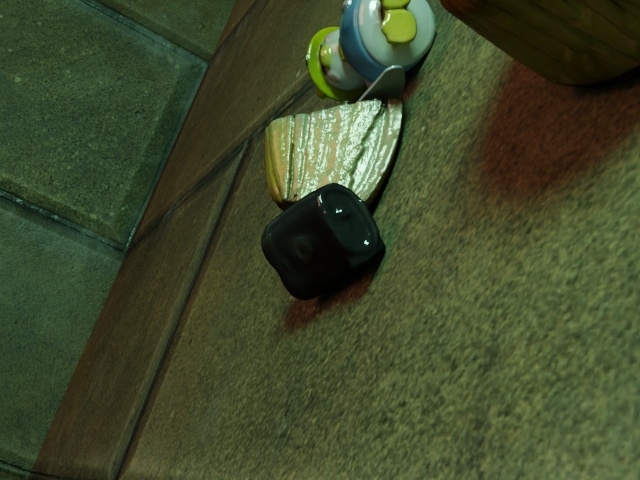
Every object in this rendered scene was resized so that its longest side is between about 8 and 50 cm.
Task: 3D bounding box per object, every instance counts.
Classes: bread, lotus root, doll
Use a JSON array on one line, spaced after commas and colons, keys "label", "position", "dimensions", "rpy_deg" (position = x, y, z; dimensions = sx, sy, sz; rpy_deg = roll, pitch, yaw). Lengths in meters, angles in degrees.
[{"label": "bread", "position": [0.187, -0.236, 0.537], "dimensions": [0.254, 0.142, 0.227], "rpy_deg": [-68, 11, -6]}, {"label": "lotus root", "position": [0.013, -0.075, 0.889], "dimensions": [0.159, 0.095, 0.135], "rpy_deg": [1, 64, 25]}, {"label": "doll", "position": [0.051, -0.221, 0.958], "dimensions": [0.098, 0.135, 0.241], "rpy_deg": [-40, 10, -24]}]

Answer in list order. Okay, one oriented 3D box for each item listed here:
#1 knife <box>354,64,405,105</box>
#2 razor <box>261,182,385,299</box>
[{"label": "knife", "position": [0.041, -0.137, 0.933], "dimensions": [0.244, 0.058, 0.032], "rpy_deg": [-34, 59, 59]}, {"label": "razor", "position": [0.000, 0.000, 0.809], "dimensions": [0.054, 0.090, 0.148], "rpy_deg": [-35, 0, -33]}]
